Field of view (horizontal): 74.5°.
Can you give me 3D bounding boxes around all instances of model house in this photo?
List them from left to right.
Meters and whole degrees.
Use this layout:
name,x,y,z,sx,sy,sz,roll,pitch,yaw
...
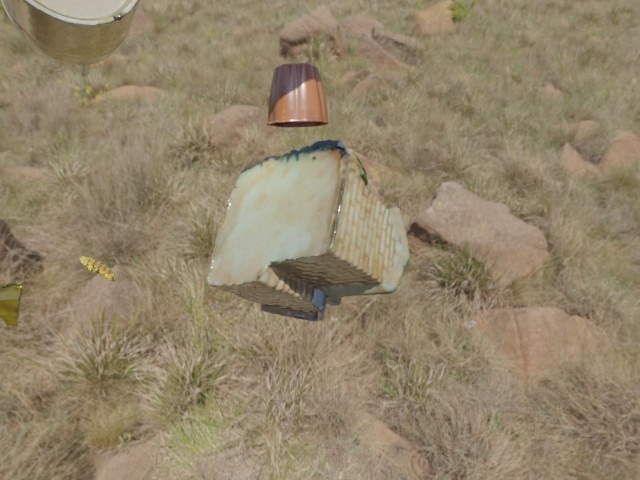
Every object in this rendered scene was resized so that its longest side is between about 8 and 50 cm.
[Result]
name,x,y,z,sx,sy,sz,roll,pitch,yaw
model house,0.000,0.000,1.178,0.445,0.400,0.396,-13,55,38

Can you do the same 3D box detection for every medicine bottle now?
name,x,y,z,sx,sy,sz,roll,pitch,yaw
medicine bottle,-0.506,-0.491,0.848,0.235,0.236,0.406,-28,19,-26

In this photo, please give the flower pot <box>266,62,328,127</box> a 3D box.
name,x,y,z,sx,sy,sz,roll,pitch,yaw
flower pot,-0.070,-0.437,1.280,0.190,0.174,0.190,0,8,0

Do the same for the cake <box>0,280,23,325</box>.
name,x,y,z,sx,sy,sz,roll,pitch,yaw
cake,-0.954,0.192,1.250,0.116,0.185,0.080,12,48,-37

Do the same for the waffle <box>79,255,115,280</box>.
name,x,y,z,sx,sy,sz,roll,pitch,yaw
waffle,-0.527,0.064,0.993,0.078,0.085,0.016,33,82,36
